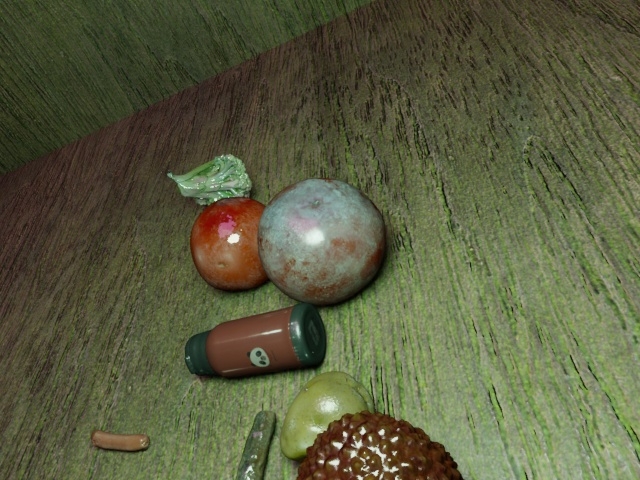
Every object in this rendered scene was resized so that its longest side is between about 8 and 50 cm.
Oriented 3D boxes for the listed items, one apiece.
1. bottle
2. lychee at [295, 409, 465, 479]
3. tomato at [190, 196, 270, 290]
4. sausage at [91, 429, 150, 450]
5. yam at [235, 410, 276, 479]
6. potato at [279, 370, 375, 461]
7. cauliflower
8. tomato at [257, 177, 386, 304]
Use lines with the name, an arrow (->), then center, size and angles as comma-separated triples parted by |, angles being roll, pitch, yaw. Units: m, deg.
bottle -> -0.164, 0.244, 1.206 | 0.336, 0.144, 0.144 | -14, 43, 20
lychee -> 0.089, 0.412, 0.797 | 0.276, 0.304, 0.275 | -8, 14, 2
tomato -> -0.230, 0.002, 1.416 | 0.265, 0.265, 0.265 | -17, 42, 16
sausage -> -0.492, 0.485, 1.246 | 0.186, 0.043, 0.043 | -6, 46, 27
yam -> -0.140, 0.474, 1.028 | 0.061, 0.061, 0.274 | -10, 44, 23
potato -> 0.006, 0.352, 1.009 | 0.194, 0.157, 0.157 | -43, 40, 7
cauliflower -> -0.365, -0.177, 1.669 | 0.315, 0.238, 0.256 | -2, 20, -38
tomato -> 0.000, 0.000, 1.254 | 0.317, 0.282, 0.316 | -5, 52, 6
